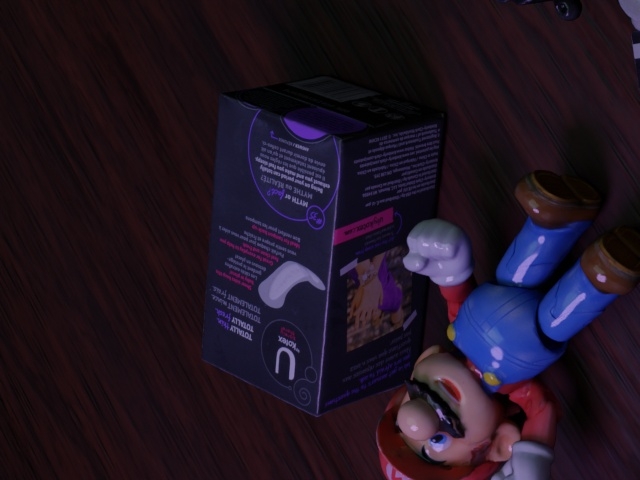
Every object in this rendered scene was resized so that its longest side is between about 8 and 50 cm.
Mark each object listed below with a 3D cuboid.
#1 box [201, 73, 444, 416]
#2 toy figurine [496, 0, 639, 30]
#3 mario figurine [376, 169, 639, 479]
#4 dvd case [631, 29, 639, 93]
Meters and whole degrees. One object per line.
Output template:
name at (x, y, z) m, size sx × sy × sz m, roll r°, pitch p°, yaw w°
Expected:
box at (0.000, 0.000, 1.718) m, size 0.165 × 0.143 × 0.270 m, roll 23°, pitch 117°, yaw 39°
toy figurine at (0.236, -0.269, 1.412) m, size 0.209 × 0.148 × 0.213 m, roll 14°, pitch 108°, yaw 37°
mario figurine at (0.139, 0.103, 1.577) m, size 0.320 × 0.170 × 0.198 m, roll -59°, pitch 24°, yaw 28°
dvd case at (0.329, -0.066, 1.452) m, size 0.164 × 0.018 × 0.221 m, roll -4°, pitch 98°, yaw 48°
